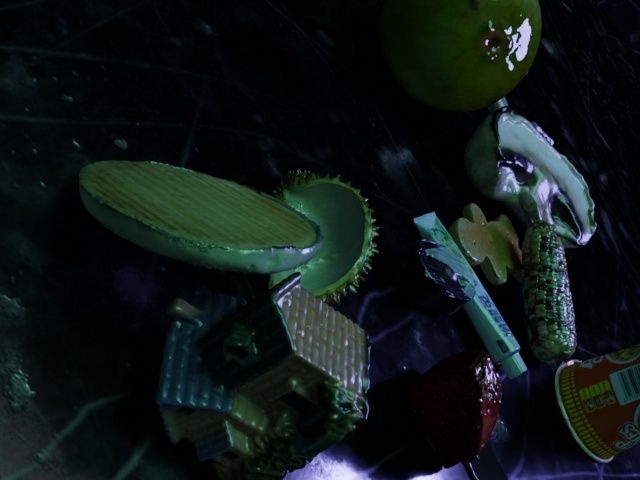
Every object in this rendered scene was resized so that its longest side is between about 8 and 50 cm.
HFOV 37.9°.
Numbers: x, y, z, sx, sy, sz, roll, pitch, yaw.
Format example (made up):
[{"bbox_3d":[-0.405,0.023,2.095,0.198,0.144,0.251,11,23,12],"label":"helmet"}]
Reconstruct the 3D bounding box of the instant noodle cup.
[{"bbox_3d":[0.540,0.253,1.587,0.193,0.212,0.193,34,39,-33],"label":"instant noodle cup"}]

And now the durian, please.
[{"bbox_3d":[0.000,0.000,1.198,0.139,0.144,0.252,11,57,-22],"label":"durian"}]

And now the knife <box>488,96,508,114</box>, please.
[{"bbox_3d":[0.352,-0.276,1.925,0.123,0.053,0.277,-17,77,-29],"label":"knife"}]

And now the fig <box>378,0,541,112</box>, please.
[{"bbox_3d":[0.236,-0.386,1.685,0.316,0.316,0.316,33,40,-33],"label":"fig"}]

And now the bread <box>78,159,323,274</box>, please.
[{"bbox_3d":[-0.125,-0.025,0.983,0.267,0.040,0.267,16,16,-5],"label":"bread"}]

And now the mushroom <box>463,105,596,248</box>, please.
[{"bbox_3d":[0.384,-0.104,1.772,0.344,0.130,0.247,25,55,-38],"label":"mushroom"}]

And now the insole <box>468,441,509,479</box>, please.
[{"bbox_3d":[0.245,0.352,1.308,0.109,0.007,0.322,-8,70,-56],"label":"insole"}]

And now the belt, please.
[{"bbox_3d":[0.174,0.057,1.415,0.140,0.058,0.105,25,39,-35],"label":"belt"}]

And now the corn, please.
[{"bbox_3d":[0.392,0.087,1.621,0.086,0.086,0.253,21,58,-43],"label":"corn"}]

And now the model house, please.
[{"bbox_3d":[-0.072,0.124,0.918,0.172,0.183,0.166,41,35,-28],"label":"model house"}]

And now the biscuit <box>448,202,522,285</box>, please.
[{"bbox_3d":[0.292,0.008,1.634,0.234,0.030,0.153,2,62,-52],"label":"biscuit"}]

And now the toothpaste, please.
[{"bbox_3d":[0.239,0.085,1.492,0.075,0.048,0.296,-16,72,-53],"label":"toothpaste"}]

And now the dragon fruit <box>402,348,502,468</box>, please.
[{"bbox_3d":[0.203,0.210,1.234,0.127,0.161,0.120,-32,87,-39],"label":"dragon fruit"}]
